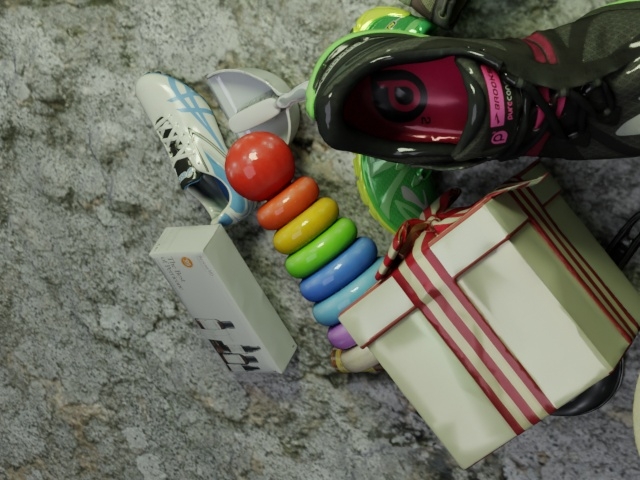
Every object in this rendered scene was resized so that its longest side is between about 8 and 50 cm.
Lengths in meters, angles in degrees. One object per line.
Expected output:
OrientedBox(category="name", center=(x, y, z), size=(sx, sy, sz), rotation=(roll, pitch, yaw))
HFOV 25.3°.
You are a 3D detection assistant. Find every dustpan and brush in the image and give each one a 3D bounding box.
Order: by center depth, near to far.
OrientedBox(category="dustpan and brush", center=(-0.060, -0.173, 1.820), size=(0.211, 0.060, 0.147), rotation=(-22, 101, 39))

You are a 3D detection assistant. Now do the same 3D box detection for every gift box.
OrientedBox(category="gift box", center=(0.209, 0.054, 1.606), size=(0.276, 0.255, 0.258), rotation=(-41, 87, 23))

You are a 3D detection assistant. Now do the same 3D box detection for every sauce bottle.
OrientedBox(category="sauce bottle", center=(0.075, 0.156, 1.918), size=(0.128, 0.042, 0.042), rotation=(-7, 109, 34))

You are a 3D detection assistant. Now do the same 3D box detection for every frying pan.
OrientedBox(category="frying pan", center=(0.320, 0.114, 1.731), size=(0.326, 0.053, 0.197), rotation=(-33, 94, 43))

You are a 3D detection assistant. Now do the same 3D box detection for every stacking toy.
OrientedBox(category="stacking toy", center=(0.000, 0.000, 1.814), size=(0.141, 0.141, 0.330), rotation=(-32, 96, 40))

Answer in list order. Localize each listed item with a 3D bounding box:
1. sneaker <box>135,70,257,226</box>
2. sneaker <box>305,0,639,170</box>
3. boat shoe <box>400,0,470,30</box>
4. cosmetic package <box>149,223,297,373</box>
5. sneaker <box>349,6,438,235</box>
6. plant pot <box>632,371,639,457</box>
OrientedBox(category="sneaker", center=(-0.174, -0.124, 1.908), size=(0.085, 0.086, 0.237), rotation=(-36, 90, 42))
OrientedBox(category="sneaker", center=(0.218, -0.143, 1.516), size=(0.483, 0.202, 0.185), rotation=(-6, 111, 14))
OrientedBox(category="boat shoe", center=(0.182, -0.342, 1.549), size=(0.092, 0.103, 0.285), rotation=(41, 134, 2))
OrientedBox(category="cosmetic package", center=(-0.131, 0.084, 1.956), size=(0.099, 0.060, 0.239), rotation=(-5, 130, 34))
OrientedBox(category="sneaker", center=(0.107, -0.130, 1.699), size=(0.123, 0.109, 0.295), rotation=(5, 117, 35))
OrientedBox(category="plant pot", center=(0.534, 0.220, 1.445), size=(0.334, 0.334, 0.305), rotation=(-8, 141, 36))
